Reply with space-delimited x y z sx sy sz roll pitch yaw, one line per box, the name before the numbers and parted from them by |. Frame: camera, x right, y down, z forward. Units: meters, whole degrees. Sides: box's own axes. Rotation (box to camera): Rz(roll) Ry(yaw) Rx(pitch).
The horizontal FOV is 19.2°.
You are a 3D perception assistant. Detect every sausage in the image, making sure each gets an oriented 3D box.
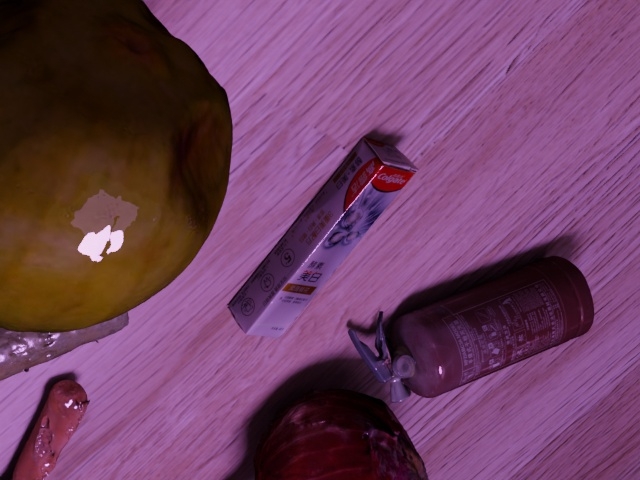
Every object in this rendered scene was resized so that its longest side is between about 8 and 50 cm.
sausage | -0.254 0.188 1.733 0.042 0.036 0.158 20 124 -21

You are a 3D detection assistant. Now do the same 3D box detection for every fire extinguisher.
fire extinguisher | 0.154 0.094 1.979 0.269 0.105 0.105 -20 145 -27

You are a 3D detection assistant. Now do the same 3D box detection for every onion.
onion | 0.009 0.276 1.959 0.219 0.252 0.252 -10 155 17

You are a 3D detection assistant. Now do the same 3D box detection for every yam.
yam | -0.244 0.070 1.545 0.179 0.078 0.078 -25 147 -19

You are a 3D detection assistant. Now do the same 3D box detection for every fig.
fig | -0.189 -0.042 1.295 0.239 0.239 0.271 -3 138 -44

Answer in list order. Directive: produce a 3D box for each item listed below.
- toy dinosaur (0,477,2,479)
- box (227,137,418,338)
toy dinosaur | -0.358 0.232 1.647 0.120 0.079 0.292 -44 152 1
box | 0.000 0.000 1.737 0.055 0.039 0.218 10 125 -50
